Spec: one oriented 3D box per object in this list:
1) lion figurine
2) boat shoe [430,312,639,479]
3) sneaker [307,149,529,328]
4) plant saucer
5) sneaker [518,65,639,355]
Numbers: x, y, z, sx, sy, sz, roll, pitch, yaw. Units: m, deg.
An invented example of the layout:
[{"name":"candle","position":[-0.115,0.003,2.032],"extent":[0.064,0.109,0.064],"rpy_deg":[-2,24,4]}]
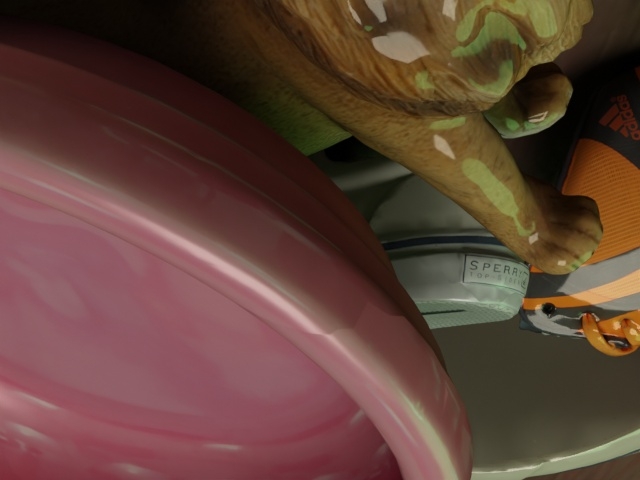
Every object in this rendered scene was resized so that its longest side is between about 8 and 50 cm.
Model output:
[{"name":"lion figurine","position":[-0.045,-0.071,0.527],"extent":[0.392,0.142,0.240],"rpy_deg":[-20,140,28]},{"name":"boat shoe","position":[0.180,0.084,0.841],"extent":[0.341,0.127,0.158],"rpy_deg":[-10,155,7]},{"name":"sneaker","position":[0.000,0.000,0.705],"extent":[0.258,0.091,0.094],"rpy_deg":[-7,162,44]},{"name":"plant saucer","position":[-0.100,0.029,0.533],"extent":[0.332,0.084,0.332],"rpy_deg":[15,148,10]},{"name":"sneaker","position":[0.194,0.062,0.697],"extent":[0.180,0.321,0.124],"rpy_deg":[-7,-173,13]}]
